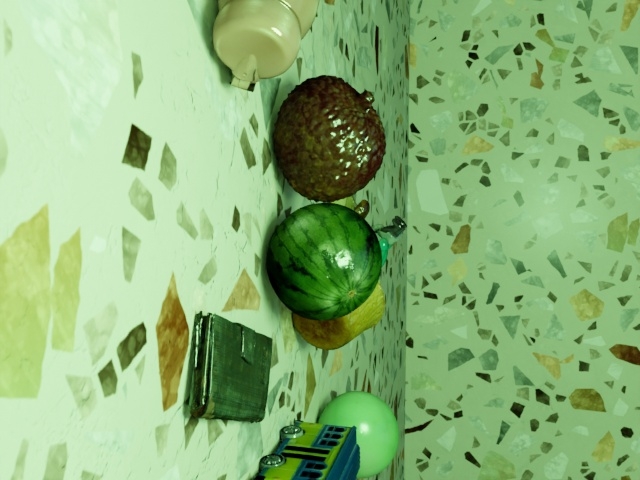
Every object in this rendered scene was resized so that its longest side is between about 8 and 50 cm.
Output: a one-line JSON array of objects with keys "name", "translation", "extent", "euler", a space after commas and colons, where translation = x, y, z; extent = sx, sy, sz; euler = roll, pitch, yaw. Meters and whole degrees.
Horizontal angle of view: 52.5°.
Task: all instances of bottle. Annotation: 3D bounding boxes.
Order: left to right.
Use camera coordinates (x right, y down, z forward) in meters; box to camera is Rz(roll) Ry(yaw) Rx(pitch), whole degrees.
[{"name": "bottle", "translation": [-0.088, -0.407, 1.102], "extent": [0.206, 0.173, 0.297], "euler": [132, -29, -58]}]

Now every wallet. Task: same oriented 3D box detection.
[{"name": "wallet", "translation": [-0.147, 0.232, 1.139], "extent": [0.317, 0.044, 0.169], "euler": [51, 41, -68]}]

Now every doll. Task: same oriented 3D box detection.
[{"name": "doll", "translation": [0.138, 0.021, 1.946], "extent": [0.258, 0.153, 0.195], "euler": [-45, 174, -3]}]

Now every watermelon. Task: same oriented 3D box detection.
[{"name": "watermelon", "translation": [0.006, 0.041, 1.327], "extent": [0.242, 0.242, 0.242], "euler": [1, 90, -75]}]

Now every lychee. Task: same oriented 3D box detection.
[{"name": "lychee", "translation": [0.018, -0.213, 1.369], "extent": [0.260, 0.260, 0.261], "euler": [1, 90, -75]}]

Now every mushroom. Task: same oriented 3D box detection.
[{"name": "mushroom", "translation": [0.118, -0.107, 2.056], "extent": [0.088, 0.073, 0.129], "euler": [-43, 138, -27]}]

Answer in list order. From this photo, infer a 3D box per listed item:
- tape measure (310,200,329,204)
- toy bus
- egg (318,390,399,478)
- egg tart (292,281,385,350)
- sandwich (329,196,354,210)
[{"name": "tape measure", "translation": [-0.015, -0.169, 1.565], "extent": [0.107, 0.104, 0.180], "euler": [-84, -175, -61]}, {"name": "toy bus", "translation": [-0.024, 0.502, 1.365], "extent": [0.287, 0.175, 0.138], "euler": [-32, 122, -72]}, {"name": "egg", "translation": [0.102, 0.525, 1.748], "extent": [0.270, 0.220, 0.220], "euler": [72, 24, -47]}, {"name": "egg tart", "translation": [0.037, 0.154, 1.545], "extent": [0.171, 0.215, 0.215], "euler": [-43, 134, -54]}, {"name": "sandwich", "translation": [0.061, -0.045, 1.878], "extent": [0.193, 0.058, 0.162], "euler": [72, 26, -54]}]
